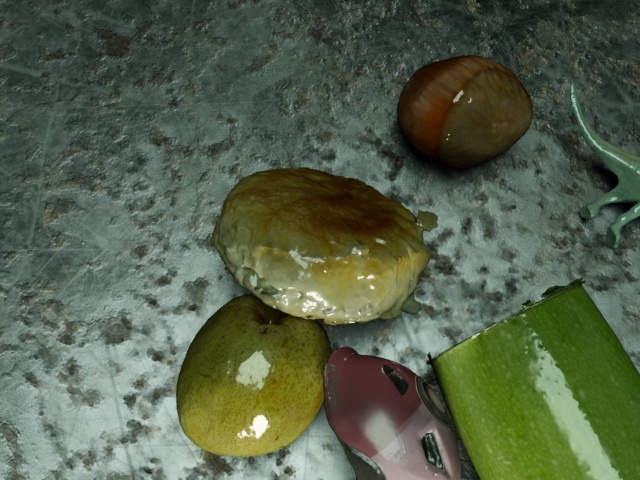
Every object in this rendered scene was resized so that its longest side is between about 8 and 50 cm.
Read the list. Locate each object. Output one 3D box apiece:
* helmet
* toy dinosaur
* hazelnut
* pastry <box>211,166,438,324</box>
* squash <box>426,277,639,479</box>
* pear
[{"bbox_3d":[0.109,0.267,1.098,0.154,0.198,0.254,-8,82,21],"label":"helmet"},{"bbox_3d":[0.508,-0.082,1.297,0.205,0.092,0.393,-27,73,-10],"label":"toy dinosaur"},{"bbox_3d":[0.226,-0.213,1.296,0.214,0.176,0.214,8,33,-5],"label":"hazelnut"},{"bbox_3d":[0.000,0.000,1.155,0.329,0.330,0.136,19,115,5],"label":"pastry"},{"bbox_3d":[0.331,0.270,1.080,0.263,0.263,0.385,-23,73,-9],"label":"squash"},{"bbox_3d":[-0.091,0.182,1.112,0.188,0.228,0.211,18,105,37],"label":"pear"}]
